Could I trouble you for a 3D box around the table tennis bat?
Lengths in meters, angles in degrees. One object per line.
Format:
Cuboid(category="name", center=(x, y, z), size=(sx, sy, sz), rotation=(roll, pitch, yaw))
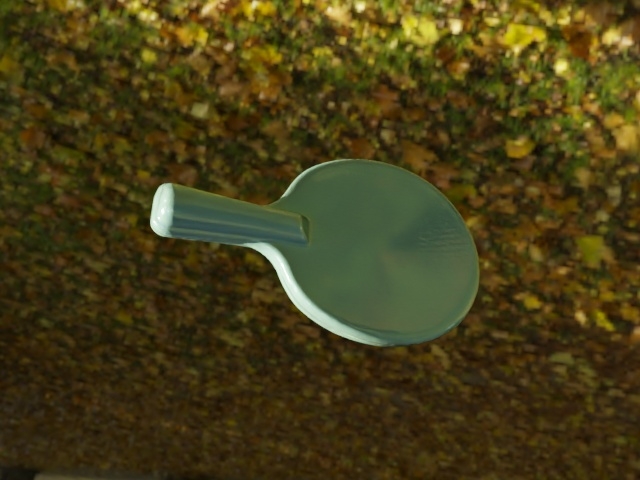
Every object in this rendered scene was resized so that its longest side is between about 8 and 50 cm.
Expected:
Cuboid(category="table tennis bat", center=(0.000, 0.000, 0.699), size=(0.237, 0.149, 0.038), rotation=(10, 149, -14))
